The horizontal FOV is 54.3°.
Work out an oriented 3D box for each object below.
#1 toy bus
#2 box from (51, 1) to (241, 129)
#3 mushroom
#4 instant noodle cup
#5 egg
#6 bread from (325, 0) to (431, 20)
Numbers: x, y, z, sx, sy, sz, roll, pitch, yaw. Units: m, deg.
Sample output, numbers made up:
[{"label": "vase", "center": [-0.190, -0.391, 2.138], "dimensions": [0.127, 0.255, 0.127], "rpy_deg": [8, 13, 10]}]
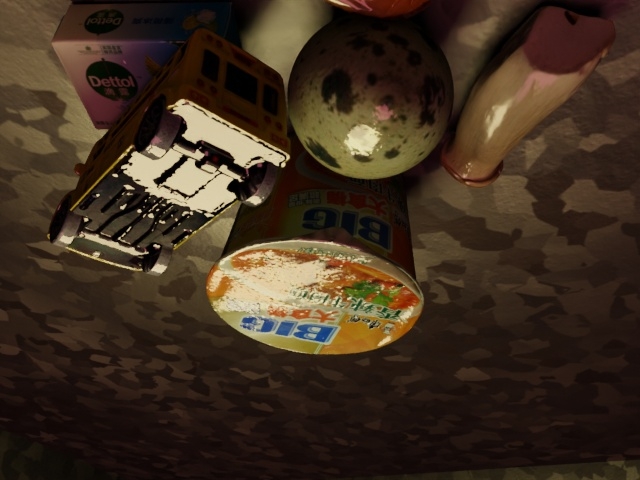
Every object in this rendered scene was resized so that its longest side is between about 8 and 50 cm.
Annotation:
[{"label": "toy bus", "center": [-0.181, -0.082, 0.721], "dimensions": [0.145, 0.151, 0.331], "rpy_deg": [23, 143, -35]}, {"label": "box", "center": [-0.191, -0.202, 0.742], "dimensions": [0.194, 0.073, 0.139], "rpy_deg": [2, 146, 6]}, {"label": "mushroom", "center": [0.220, -0.161, 0.722], "dimensions": [0.096, 0.108, 0.247], "rpy_deg": [47, 141, 13]}, {"label": "instant noodle cup", "center": [0.000, 0.000, 0.873], "dimensions": [0.297, 0.213, 0.296], "rpy_deg": [4, 144, 3]}, {"label": "egg", "center": [0.054, -0.150, 0.657], "dimensions": [0.177, 0.228, 0.176], "rpy_deg": [-1, 105, -4]}, {"label": "bread", "center": [0.062, -0.302, 0.543], "dimensions": [0.199, 0.104, 0.199], "rpy_deg": [5, 140, 4]}]
